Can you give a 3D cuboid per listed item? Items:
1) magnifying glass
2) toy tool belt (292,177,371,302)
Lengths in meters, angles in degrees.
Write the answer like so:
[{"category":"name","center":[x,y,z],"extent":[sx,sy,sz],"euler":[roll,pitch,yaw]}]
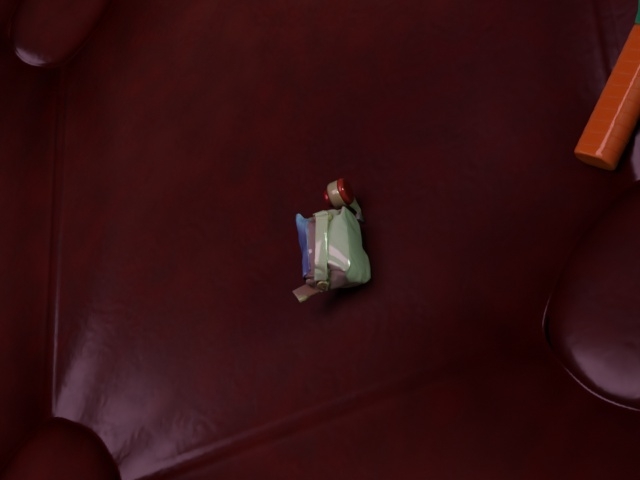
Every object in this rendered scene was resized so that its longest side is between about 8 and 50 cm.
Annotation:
[{"category":"magnifying glass","center":[0.220,-0.150,0.926],"extent":[0.092,0.026,0.231],"euler":[20,78,44]},{"category":"toy tool belt","center":[0.000,0.000,1.005],"extent":[0.051,0.052,0.083],"euler":[-21,54,20]}]
